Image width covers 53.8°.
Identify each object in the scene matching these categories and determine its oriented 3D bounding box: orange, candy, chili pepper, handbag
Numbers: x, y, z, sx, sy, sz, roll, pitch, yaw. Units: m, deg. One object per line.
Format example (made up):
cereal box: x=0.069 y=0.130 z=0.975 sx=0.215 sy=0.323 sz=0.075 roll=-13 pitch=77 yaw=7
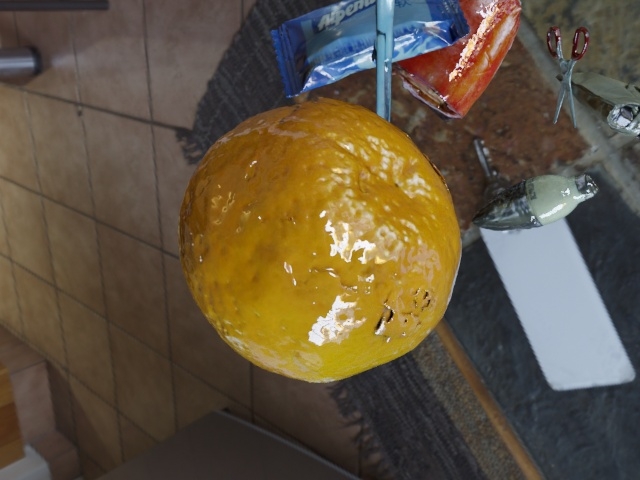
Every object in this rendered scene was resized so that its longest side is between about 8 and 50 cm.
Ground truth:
orange: x=-0.001 y=-0.001 z=0.489 sx=0.219 sy=0.219 sz=0.193 roll=45 pitch=128 yaw=22
candy: x=0.075 y=-0.358 z=1.083 sx=0.331 sy=0.077 sz=0.187 roll=-15 pitch=57 yaw=8
chili pepper: x=0.331 y=-0.489 z=1.587 sx=0.251 sy=0.229 sz=0.305 roll=34 pitch=88 yaw=23
handbag: x=0.781 y=-0.334 z=1.597 sx=0.253 sy=0.316 sz=0.109 roll=-101 pitch=32 yaw=-54

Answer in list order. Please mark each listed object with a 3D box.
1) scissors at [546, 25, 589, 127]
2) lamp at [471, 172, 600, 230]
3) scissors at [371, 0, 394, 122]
scissors: x=0.621 y=-0.411 z=1.593 sx=0.144 sy=0.017 sz=0.248 roll=-136 pitch=36 yaw=-63
lamp: x=0.420 y=-0.072 z=1.255 sx=0.250 sy=0.101 sz=0.101 roll=-22 pitch=90 yaw=33
scissors: x=0.085 y=-0.272 z=0.854 sx=0.032 sy=0.180 sz=0.393 roll=1 pitch=100 yaw=7
